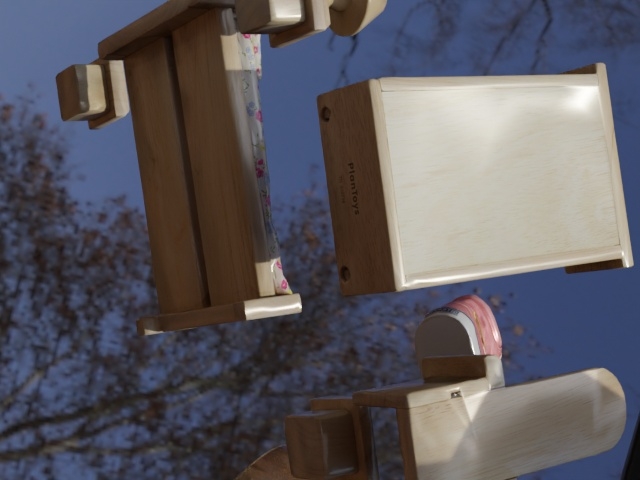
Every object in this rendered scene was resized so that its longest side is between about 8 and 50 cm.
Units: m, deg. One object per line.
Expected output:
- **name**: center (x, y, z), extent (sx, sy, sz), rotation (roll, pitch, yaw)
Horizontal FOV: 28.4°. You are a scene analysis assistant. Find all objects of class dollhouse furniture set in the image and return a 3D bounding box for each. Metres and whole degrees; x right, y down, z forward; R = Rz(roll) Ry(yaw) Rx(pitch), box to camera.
- **dollhouse furniture set**: center (0.000, 0.000, 0.788), extent (0.355, 0.174, 0.303), rotation (-10, -94, 55)

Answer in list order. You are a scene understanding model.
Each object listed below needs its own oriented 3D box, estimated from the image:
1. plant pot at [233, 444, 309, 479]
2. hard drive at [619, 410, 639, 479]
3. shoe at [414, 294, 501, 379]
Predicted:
- **plant pot**: center (0.012, 0.329, 1.104), extent (0.230, 0.215, 0.215), rotation (28, -81, 22)
- **hard drive**: center (0.227, 0.109, 0.848), extent (0.022, 0.135, 0.094), rotation (16, -125, 16)
- **shoe**: center (0.116, 0.133, 0.993), extent (0.063, 0.081, 0.178), rotation (-3, -81, 25)
